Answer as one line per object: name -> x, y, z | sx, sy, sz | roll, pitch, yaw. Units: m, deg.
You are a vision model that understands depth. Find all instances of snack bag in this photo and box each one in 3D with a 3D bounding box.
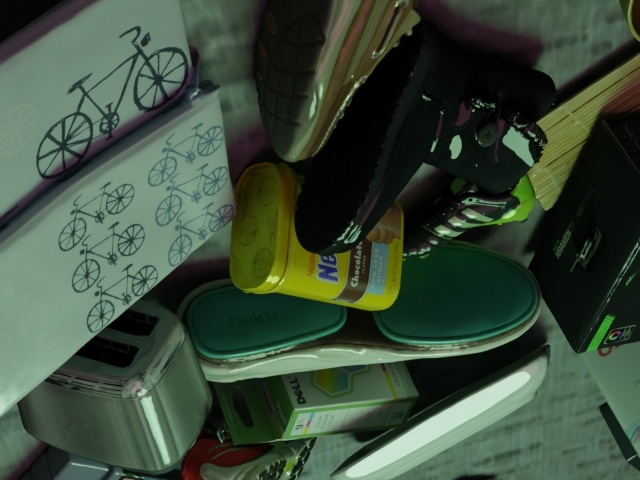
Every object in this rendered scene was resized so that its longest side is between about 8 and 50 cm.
snack bag -> -0.203, -0.052, 1.209 | 0.323, 0.037, 0.342 | -40, 144, -30

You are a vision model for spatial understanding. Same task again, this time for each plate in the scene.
plate -> 0.156, 0.211, 1.701 | 0.278, 0.045, 0.277 | -30, 175, 7

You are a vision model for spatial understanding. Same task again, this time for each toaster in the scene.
toaster -> -0.206, 0.136, 1.428 | 0.227, 0.129, 0.146 | 14, 141, 22

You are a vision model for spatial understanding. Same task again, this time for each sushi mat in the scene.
sushi mat -> 0.337, -0.148, 1.509 | 0.316, 0.019, 0.151 | -34, 141, 13

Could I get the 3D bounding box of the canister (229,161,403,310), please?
canister -> 0.000, 0.000, 1.433 | 0.170, 0.126, 0.073 | 13, 165, -39

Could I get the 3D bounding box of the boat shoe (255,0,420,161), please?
boat shoe -> 0.031, -0.195, 1.226 | 0.116, 0.123, 0.324 | -4, 139, -26

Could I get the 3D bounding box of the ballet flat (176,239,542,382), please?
ballet flat -> 0.035, 0.083, 1.560 | 0.400, 0.139, 0.139 | -7, 139, -13

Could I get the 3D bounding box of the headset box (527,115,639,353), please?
headset box -> 0.392, -0.015, 1.583 | 0.283, 0.131, 0.246 | -7, 141, -25

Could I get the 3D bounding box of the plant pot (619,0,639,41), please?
plant pot -> 0.321, -0.256, 1.315 | 0.134, 0.095, 0.134 | -14, 141, -12

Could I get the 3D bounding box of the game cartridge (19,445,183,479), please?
game cartridge -> -0.220, 0.343, 1.770 | 0.355, 0.068, 0.230 | 18, 130, -40

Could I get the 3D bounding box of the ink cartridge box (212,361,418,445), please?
ink cartridge box -> -0.007, 0.161, 1.622 | 0.209, 0.109, 0.062 | -4, 137, -22

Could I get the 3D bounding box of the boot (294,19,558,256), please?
boot -> 0.109, -0.075, 1.379 | 0.207, 0.094, 0.246 | 20, 99, -39

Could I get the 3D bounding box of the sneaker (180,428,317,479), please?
sneaker -> -0.086, 0.250, 1.671 | 0.107, 0.118, 0.279 | -63, 168, 1

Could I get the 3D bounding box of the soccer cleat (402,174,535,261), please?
soccer cleat -> 0.137, -0.033, 1.512 | 0.179, 0.060, 0.072 | -20, 131, 1

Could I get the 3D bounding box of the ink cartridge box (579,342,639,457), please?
ink cartridge box -> 0.488, 0.196, 1.752 | 0.226, 0.306, 0.131 | -38, 140, 18

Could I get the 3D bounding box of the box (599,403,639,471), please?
box -> 0.495, 0.251, 1.990 | 0.156, 0.093, 0.158 | -35, 141, 15
